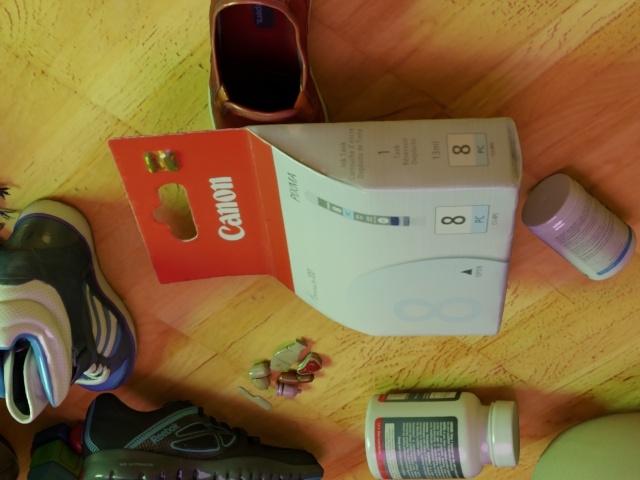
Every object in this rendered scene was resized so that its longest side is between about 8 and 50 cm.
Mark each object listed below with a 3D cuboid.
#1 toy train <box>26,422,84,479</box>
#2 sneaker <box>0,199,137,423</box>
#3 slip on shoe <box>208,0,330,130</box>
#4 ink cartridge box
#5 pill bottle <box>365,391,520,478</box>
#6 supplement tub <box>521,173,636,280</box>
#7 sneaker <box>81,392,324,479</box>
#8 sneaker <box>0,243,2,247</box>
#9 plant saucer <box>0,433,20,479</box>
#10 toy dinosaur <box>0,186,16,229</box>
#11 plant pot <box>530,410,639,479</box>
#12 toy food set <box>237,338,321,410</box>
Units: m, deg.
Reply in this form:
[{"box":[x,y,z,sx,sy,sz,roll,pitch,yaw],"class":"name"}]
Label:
[{"box":[-0.312,0.378,1.806,0.105,0.143,0.248,-24,127,32],"class":"toy train"},{"box":[-0.313,0.137,1.482,0.130,0.236,0.322,2,136,10],"class":"sneaker"},{"box":[-0.055,-0.141,1.236,0.123,0.101,0.331,4,138,5],"class":"slip on shoe"},{"box":[0.000,0.000,1.302,0.385,0.091,0.308,-3,151,2],"class":"ink cartridge box"},{"box":[0.153,0.243,1.594,0.180,0.108,0.108,-3,135,15],"class":"pill bottle"},{"box":[0.269,-0.013,1.327,0.107,0.071,0.071,37,131,-25],"class":"supplement tub"},{"box":[-0.148,0.272,1.681,0.341,0.139,0.125,11,142,-31],"class":"sneaker"},{"box":[-0.509,0.018,1.477,0.286,0.130,0.109,20,138,-7],"class":"sneaker"},{"box":[-0.513,0.305,1.854,0.169,0.029,0.168,6,136,6],"class":"plant saucer"},{"box":[-0.382,-0.038,1.473,0.090,0.047,0.082,58,143,5],"class":"toy dinosaur"},{"box":[0.366,0.322,1.553,0.191,0.284,0.284,23,151,43],"class":"plant pot"},{"box":[-0.044,0.168,1.623,0.078,0.019,0.122,38,123,-26],"class":"toy food set"}]
